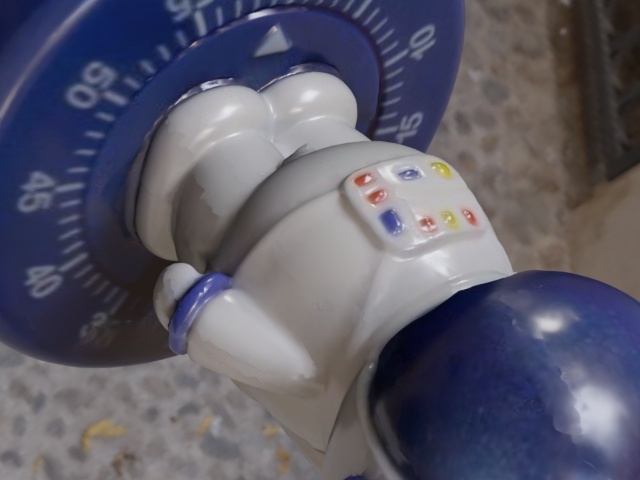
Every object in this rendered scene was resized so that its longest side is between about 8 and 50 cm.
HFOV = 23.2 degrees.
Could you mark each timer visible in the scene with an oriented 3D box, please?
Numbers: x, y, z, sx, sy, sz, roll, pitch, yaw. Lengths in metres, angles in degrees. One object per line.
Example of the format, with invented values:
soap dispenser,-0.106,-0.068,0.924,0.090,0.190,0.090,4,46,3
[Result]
timer,0.000,0.000,0.583,0.270,0.270,0.383,-2,40,-45
